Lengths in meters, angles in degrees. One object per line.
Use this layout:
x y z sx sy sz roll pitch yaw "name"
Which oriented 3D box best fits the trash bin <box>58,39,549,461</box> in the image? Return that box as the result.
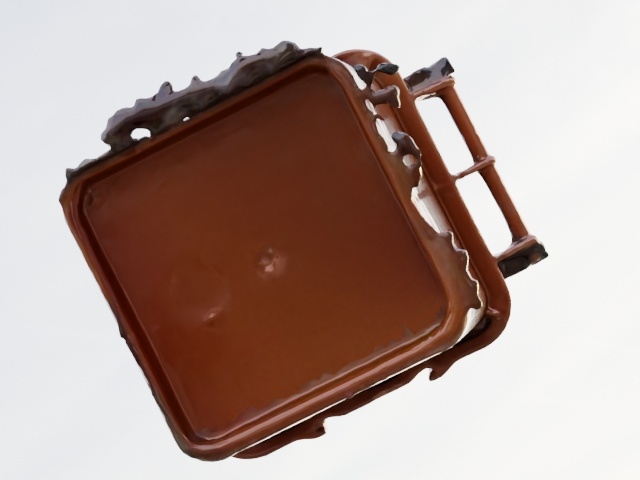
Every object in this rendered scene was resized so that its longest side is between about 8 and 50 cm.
0.000 0.000 0.590 0.184 0.161 0.239 -27 -2 1 "trash bin"
